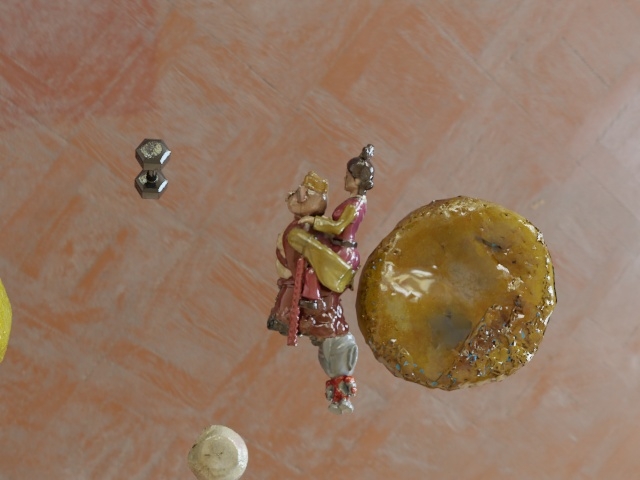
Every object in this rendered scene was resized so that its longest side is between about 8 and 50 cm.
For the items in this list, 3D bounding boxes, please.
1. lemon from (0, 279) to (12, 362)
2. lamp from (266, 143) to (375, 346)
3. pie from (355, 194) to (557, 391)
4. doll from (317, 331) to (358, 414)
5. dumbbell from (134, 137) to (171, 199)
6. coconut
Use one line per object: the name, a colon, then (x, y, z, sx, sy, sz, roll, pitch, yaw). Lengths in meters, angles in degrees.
lemon: (-0.548, 0.092, 1.205, 0.321, 0.268, 0.268, 33, 95, -23)
lamp: (0.000, 0.000, 1.180, 0.118, 0.118, 0.253, 5, 98, -24)
pie: (0.176, 0.071, 1.228, 0.273, 0.069, 0.274, 0, 78, 2)
doll: (0.033, 0.233, 1.765, 0.079, 0.094, 0.180, 16, 63, -46)
dumbbell: (-0.195, -0.082, 1.096, 0.036, 0.083, 0.040, 28, 57, 5)
coconut: (-0.181, 0.375, 1.658, 0.110, 0.124, 0.110, 3, 74, -10)
